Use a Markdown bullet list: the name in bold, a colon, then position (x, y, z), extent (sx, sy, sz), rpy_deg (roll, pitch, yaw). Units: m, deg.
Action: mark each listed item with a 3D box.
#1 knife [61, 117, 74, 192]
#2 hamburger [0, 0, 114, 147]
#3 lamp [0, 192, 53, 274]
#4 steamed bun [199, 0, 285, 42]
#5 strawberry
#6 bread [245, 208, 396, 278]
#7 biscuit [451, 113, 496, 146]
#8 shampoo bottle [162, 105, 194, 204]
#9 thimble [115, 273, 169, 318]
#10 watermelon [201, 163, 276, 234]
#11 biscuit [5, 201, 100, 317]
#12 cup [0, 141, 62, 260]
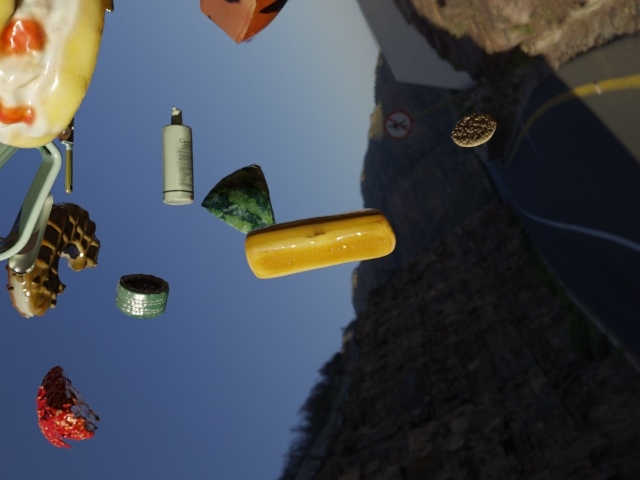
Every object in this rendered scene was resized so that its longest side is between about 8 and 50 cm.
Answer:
- **knife**: position (-0.824, -0.327, 2.170), extent (0.061, 0.027, 0.343), rpy_deg (-7, -81, -81)
- **hamburger**: position (-0.368, -0.245, 0.740), extent (0.186, 0.302, 0.261), rpy_deg (7, -91, -47)
- **lamp**: position (-0.769, -0.059, 1.537), extent (0.203, 0.283, 0.124), rpy_deg (-68, -27, -15)
- **steamed bun**: position (-0.205, -0.792, 2.014), extent (0.235, 0.248, 0.379), rpy_deg (41, 161, -5)
- **strawberry**: position (-0.406, 0.265, 1.031), extent (0.121, 0.082, 0.188), rpy_deg (60, 163, -6)
- **bread**: position (0.000, 0.000, 1.066), extent (0.074, 0.239, 0.092), rpy_deg (-91, -12, -51)
- **biscuit**: position (0.401, -0.290, 1.737), extent (0.015, 0.120, 0.120), rpy_deg (55, -166, -44)
- **shampoo bottle**: position (-0.394, -0.233, 1.830), extent (0.085, 0.085, 0.262), rpy_deg (19, -112, -75)
- **thimble**: position (-0.483, 0.151, 1.797), extent (0.135, 0.090, 0.118), rpy_deg (6, -157, -26)
- **watermelon**: position (-0.132, -0.064, 1.477), extent (0.207, 0.136, 0.202), rpy_deg (47, -166, 22)
- **biscuit**: position (-0.751, 0.030, 1.864), extent (0.366, 0.115, 0.268), rpy_deg (-69, -20, -61)
- **cup**: position (-0.641, -0.175, 1.099), extent (0.310, 0.392, 0.401), rpy_deg (31, 157, 23)
